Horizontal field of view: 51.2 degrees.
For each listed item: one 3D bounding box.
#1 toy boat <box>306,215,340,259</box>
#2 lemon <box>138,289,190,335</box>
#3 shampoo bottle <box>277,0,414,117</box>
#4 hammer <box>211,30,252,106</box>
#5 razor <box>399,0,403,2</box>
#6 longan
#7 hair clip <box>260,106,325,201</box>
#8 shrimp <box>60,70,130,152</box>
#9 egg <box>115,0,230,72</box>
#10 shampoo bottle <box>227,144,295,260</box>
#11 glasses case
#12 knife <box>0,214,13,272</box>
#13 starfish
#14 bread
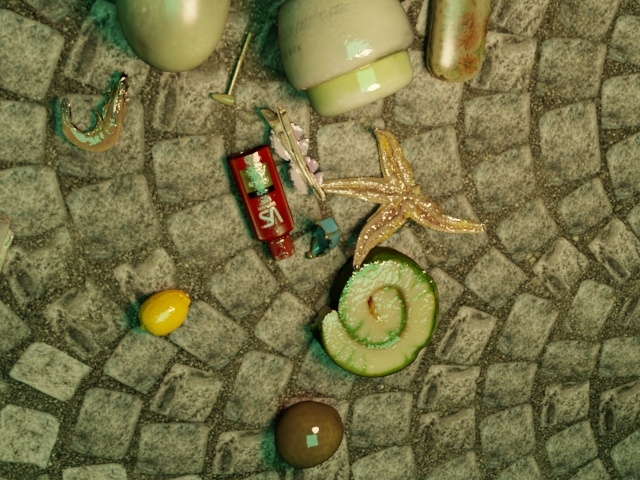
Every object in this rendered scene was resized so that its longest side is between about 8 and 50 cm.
[{"bbox_3d":[0.000,0.000,1.835,0.077,0.185,0.075,-27,75,-15],"label":"toy boat"},{"bbox_3d":[-0.420,0.192,1.804,0.155,0.114,0.114,-33,112,-15],"label":"lemon"},{"bbox_3d":[0.058,-0.477,1.612,0.322,0.322,0.317,-26,102,-6],"label":"shampoo bottle"},{"bbox_3d":[-0.222,-0.445,1.712,0.060,0.028,0.195,19,98,-12],"label":"hammer"},{"bbox_3d":[0.219,-0.674,1.736,0.148,0.054,0.090,-29,115,-4],"label":"razor"},{"bbox_3d":[-0.033,0.573,1.982,0.212,0.198,0.198,-9,108,-12],"label":"longan"},{"bbox_3d":[-0.062,-0.230,1.771,0.106,0.084,0.292,-41,113,-33],"label":"hair clip"},{"bbox_3d":[-0.553,-0.328,1.647,0.152,0.046,0.219,22,101,-23],"label":"shrimp"},{"bbox_3d":[-0.334,-0.562,1.520,0.259,0.258,0.352,-2,110,-14],"label":"egg"},{"bbox_3d":[-0.148,-0.098,1.804,0.118,0.076,0.314,-21,111,-11],"label":"shampoo bottle"},{"bbox_3d":[0.371,-0.635,1.763,0.157,0.098,0.425,-2,107,-19],"label":"glasses case"},{"bbox_3d":[-0.841,0.061,1.693,0.073,0.040,0.265,17,102,-28],"label":"knife"},{"bbox_3d":[0.203,-0.115,1.849,0.384,0.132,0.398,-28,99,-10],"label":"starfish"},{"bbox_3d":[0.154,0.212,1.949,0.382,0.129,0.366,-14,107,-9],"label":"bread"}]
